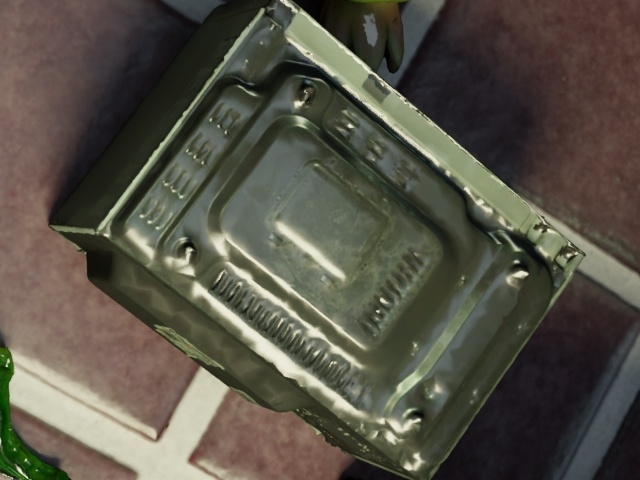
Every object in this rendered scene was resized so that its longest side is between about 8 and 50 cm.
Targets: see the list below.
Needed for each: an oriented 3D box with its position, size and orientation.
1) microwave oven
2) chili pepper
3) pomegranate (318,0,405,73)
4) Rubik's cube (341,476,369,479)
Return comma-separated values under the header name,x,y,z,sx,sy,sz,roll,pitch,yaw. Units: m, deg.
name,x,y,z,sx,sy,sz,roll,pitch,yaw
microwave oven,0.000,0.000,1.208,0.295,0.181,0.237,39,78,-17
chili pepper,-0.224,0.132,1.210,0.055,0.035,0.118,-23,96,0
pomegranate,0.034,-0.226,1.226,0.187,0.187,0.225,-6,124,-20
Rubik's cube,0.162,0.391,1.201,0.344,0.337,0.344,17,88,-19
